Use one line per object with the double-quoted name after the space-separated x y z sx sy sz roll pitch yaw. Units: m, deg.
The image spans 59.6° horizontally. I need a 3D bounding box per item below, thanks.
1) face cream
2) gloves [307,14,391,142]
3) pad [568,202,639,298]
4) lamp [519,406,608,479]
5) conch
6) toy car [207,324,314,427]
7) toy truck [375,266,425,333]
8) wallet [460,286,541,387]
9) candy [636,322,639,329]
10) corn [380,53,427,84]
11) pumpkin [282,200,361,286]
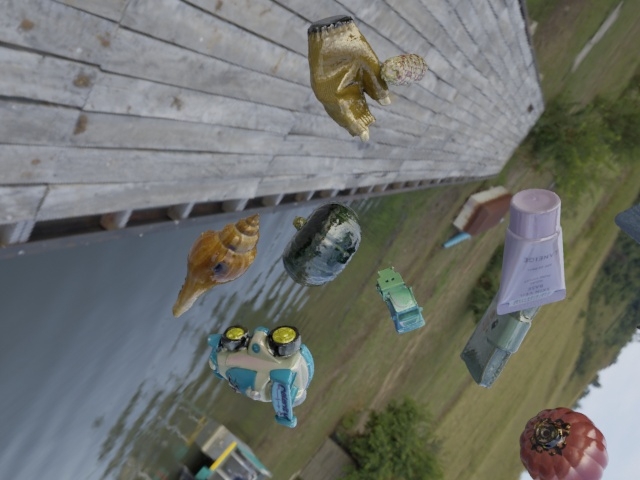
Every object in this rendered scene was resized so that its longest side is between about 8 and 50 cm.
0.428 0.033 1.131 0.154 0.096 0.274 -16 124 -3 "face cream"
0.075 -0.447 1.568 0.203 0.357 0.155 -24 -167 -17 "gloves"
0.668 0.043 1.124 0.323 0.250 0.055 -48 -166 35 "pad"
0.307 0.266 0.710 0.107 0.092 0.107 -36 -152 23 "lamp"
-0.213 0.057 1.089 0.330 0.109 0.093 -47 -158 24 "conch"
-0.095 0.191 0.799 0.098 0.161 0.126 -67 159 -58 "toy car"
0.162 0.110 1.193 0.067 0.175 0.081 -19 128 -1 "toy truck"
0.511 0.227 1.567 0.360 0.083 0.252 -64 180 12 "wallet"
0.650 0.145 0.760 0.426 0.186 0.386 -24 -177 -25 "candy"
0.232 -0.473 1.549 0.086 0.086 0.253 -61 167 28 "corn"
0.001 0.002 1.241 0.212 0.152 0.212 -50 -162 23 "pumpkin"
